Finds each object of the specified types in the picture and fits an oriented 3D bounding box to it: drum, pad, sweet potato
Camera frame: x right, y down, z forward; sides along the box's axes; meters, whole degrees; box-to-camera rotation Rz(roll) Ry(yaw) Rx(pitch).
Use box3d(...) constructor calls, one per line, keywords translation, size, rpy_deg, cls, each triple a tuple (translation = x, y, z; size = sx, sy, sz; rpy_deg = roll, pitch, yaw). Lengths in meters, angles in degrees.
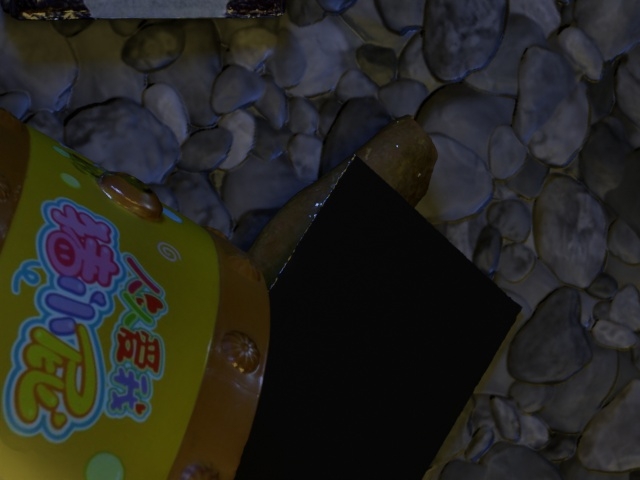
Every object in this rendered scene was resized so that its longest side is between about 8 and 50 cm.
box3d(translation=(-0.230, 0.135, 1.005), size=(0.214, 0.431, 0.431), rpy_deg=(30, 85, -19), cls="drum")
box3d(translation=(0.000, 0.148, 1.247), size=(0.247, 0.007, 0.367), rpy_deg=(39, 78, -40), cls="pad")
box3d(translation=(0.000, 0.000, 1.255), size=(0.244, 0.077, 0.077), rpy_deg=(-43, 107, -13), cls="sweet potato")

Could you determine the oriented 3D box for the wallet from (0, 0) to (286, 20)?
box3d(translation=(-0.129, -0.293, 1.192), size=(0.221, 0.071, 0.262), rpy_deg=(-5, 100, -24), cls="wallet")
